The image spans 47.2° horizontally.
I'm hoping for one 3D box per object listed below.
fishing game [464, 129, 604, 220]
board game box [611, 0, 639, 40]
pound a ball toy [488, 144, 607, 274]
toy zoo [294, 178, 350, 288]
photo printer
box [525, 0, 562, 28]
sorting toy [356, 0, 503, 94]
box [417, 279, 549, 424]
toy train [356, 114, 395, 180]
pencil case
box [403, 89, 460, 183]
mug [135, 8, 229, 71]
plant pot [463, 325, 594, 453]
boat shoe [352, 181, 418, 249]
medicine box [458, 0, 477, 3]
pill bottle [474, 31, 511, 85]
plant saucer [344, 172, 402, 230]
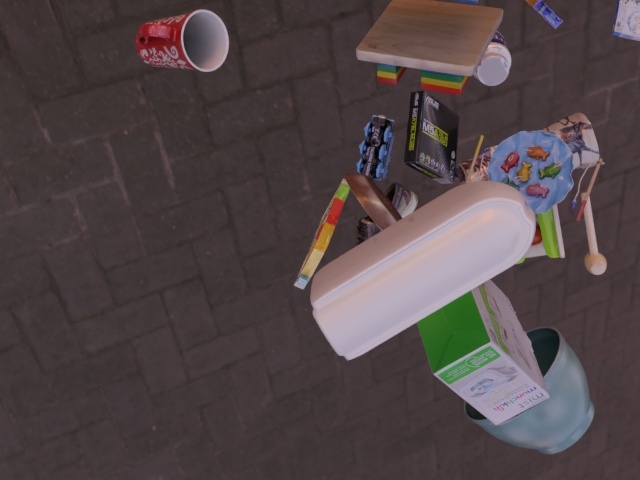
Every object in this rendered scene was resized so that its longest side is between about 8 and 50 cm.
[{"bbox_3d":[0.434,-0.145,1.519,0.041,0.264,0.189,27,85,-61],"label":"fishing game"},{"bbox_3d":[0.664,-0.465,1.537,0.090,0.020,0.090,14,79,3],"label":"board game box"},{"bbox_3d":[0.509,-0.073,1.651,0.208,0.136,0.319,-10,95,15],"label":"pound a ball toy"},{"bbox_3d":[0.000,0.000,1.906,0.030,0.293,0.192,25,143,-3],"label":"toy zoo"},{"bbox_3d":[0.138,0.024,0.994,0.308,0.256,0.107,-31,95,5],"label":"photo printer"},{"bbox_3d":[0.543,-0.563,1.791,0.081,0.136,0.028,37,115,-17],"label":"box"},{"bbox_3d":[0.245,-0.430,1.628,0.089,0.257,0.255,83,29,-44],"label":"sorting toy"},{"bbox_3d":[0.290,0.169,1.375,0.127,0.261,0.231,-34,129,19],"label":"box"},{"bbox_3d":[0.151,-0.245,1.956,0.105,0.080,0.184,-31,134,-66],"label":"toy train"},{"bbox_3d":[0.585,-0.216,2.071,0.411,0.159,0.183,-23,175,1],"label":"pencil case"},{"bbox_3d":[0.279,-0.252,1.819,0.191,0.045,0.184,20,76,-50],"label":"box"},{"bbox_3d":[-0.285,-0.396,1.420,0.150,0.169,0.113,41,69,-43],"label":"mug"},{"bbox_3d":[0.514,0.375,1.730,0.196,0.293,0.293,44,94,-7],"label":"plant pot"},{"bbox_3d":[0.140,-0.029,1.931,0.092,0.103,0.285,37,91,-29],"label":"boat shoe"},{"bbox_3d":[0.194,-0.576,1.417,0.264,0.289,0.149,14,101,9],"label":"medicine box"},{"bbox_3d":[0.461,-0.496,1.999,0.112,0.186,0.112,2,125,4],"label":"pill bottle"},{"bbox_3d":[0.123,-0.067,1.493,0.036,0.198,0.198,-38,132,12],"label":"plant saucer"}]
